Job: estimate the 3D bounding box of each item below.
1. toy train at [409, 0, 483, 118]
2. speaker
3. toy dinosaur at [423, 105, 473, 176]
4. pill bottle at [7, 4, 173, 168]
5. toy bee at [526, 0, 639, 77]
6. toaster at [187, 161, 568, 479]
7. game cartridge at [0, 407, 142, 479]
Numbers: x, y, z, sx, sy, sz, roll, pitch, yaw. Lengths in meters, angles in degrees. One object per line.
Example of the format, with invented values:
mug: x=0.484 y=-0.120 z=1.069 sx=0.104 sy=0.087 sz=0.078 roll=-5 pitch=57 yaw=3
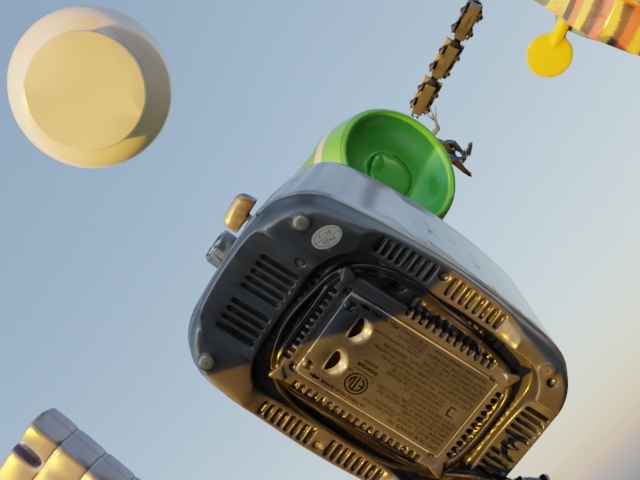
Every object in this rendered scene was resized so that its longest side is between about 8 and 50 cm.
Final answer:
toy train: x=0.138 y=-0.200 z=0.970 sx=0.036 sy=0.027 sz=0.158 roll=-69 pitch=5 yaw=-48
speaker: x=0.000 y=0.000 z=0.812 sx=0.131 sy=0.131 sz=0.296 roll=-25 pitch=-11 yaw=-35
toy dinosaur: x=0.127 y=-0.103 z=0.992 sx=0.090 sy=0.082 sz=0.047 roll=79 pitch=-149 yaw=-41
pill bottle: x=-0.268 y=-0.186 z=1.049 sx=0.181 sy=0.181 sz=0.323 roll=-43 pitch=16 yaw=0
toy bee: x=0.278 y=-0.289 z=1.021 sx=0.162 sy=0.298 sz=0.195 roll=9 pitch=-80 yaw=-15
toaster: x=0.041 y=0.049 z=0.502 sx=0.129 sy=0.227 sz=0.146 roll=-56 pitch=8 yaw=17
game cartridge: x=-0.287 y=0.371 z=0.899 sx=0.355 sy=0.230 sz=0.068 roll=-51 pitch=1 yaw=16
